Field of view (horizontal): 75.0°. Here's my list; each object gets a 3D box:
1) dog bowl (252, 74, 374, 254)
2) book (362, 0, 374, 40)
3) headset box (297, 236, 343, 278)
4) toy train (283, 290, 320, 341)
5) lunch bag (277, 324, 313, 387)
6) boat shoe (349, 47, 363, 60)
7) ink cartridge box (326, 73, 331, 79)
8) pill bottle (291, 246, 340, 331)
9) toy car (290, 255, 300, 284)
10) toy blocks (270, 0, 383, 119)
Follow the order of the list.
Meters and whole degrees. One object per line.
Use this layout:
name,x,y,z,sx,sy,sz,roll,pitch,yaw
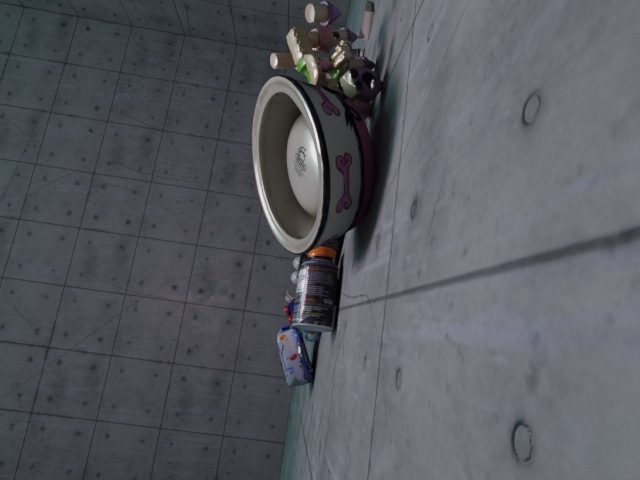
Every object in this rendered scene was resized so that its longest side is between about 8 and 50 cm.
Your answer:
dog bowl,-0.025,-0.178,0.996,0.408,0.150,0.408,35,131,55
book,0.169,-0.805,1.525,0.144,0.035,0.096,-84,1,-46
headset box,0.005,-0.021,1.469,0.246,0.131,0.283,-86,5,-58
toy train,-0.077,0.306,1.721,0.143,0.105,0.248,62,174,-21
lunch bag,-0.110,0.469,1.749,0.303,0.115,0.243,125,131,-82
boat shoe,0.125,-0.691,1.682,0.206,0.065,0.075,107,171,-69
ink cartridge box,0.061,-0.582,1.507,0.060,0.180,0.104,-85,6,-49
pill bottle,-0.008,0.146,1.269,0.130,0.130,0.246,108,170,-71
toy car,-0.059,0.167,2.203,0.136,0.159,0.182,5,85,52
toy blocks,0.069,-0.460,1.133,0.309,0.260,0.289,-23,86,58
